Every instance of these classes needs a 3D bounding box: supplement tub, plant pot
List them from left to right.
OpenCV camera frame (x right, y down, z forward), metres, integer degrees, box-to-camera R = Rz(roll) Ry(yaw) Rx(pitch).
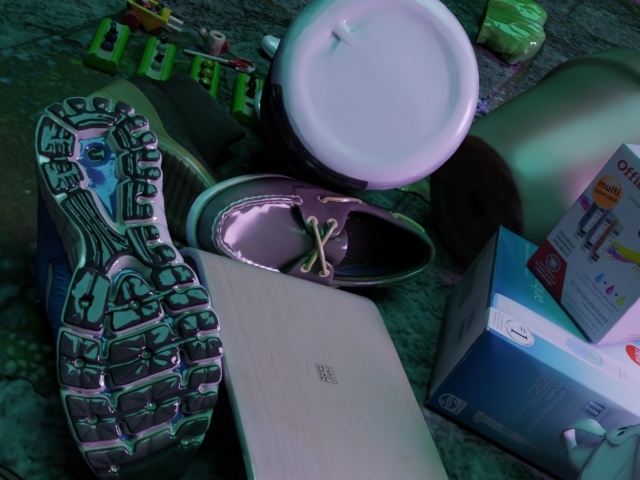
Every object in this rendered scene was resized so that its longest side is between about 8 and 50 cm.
[{"bbox_3d":[0.037,-0.158,0.939,0.207,0.207,0.338,25,0,-8],"label":"supplement tub"},{"bbox_3d":[0.312,-0.079,1.099,0.280,0.323,0.323,-14,52,-26],"label":"plant pot"}]

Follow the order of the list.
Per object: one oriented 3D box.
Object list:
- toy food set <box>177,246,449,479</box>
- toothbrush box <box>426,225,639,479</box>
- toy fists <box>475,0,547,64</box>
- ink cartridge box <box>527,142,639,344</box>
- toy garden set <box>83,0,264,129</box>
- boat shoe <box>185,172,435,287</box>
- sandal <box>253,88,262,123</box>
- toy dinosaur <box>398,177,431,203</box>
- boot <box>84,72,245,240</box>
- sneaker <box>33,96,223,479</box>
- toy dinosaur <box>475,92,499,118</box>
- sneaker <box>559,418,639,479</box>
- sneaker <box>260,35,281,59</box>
[{"bbox_3d":[-0.020,0.147,0.738,0.220,0.092,0.306,19,36,-37],"label":"toy food set"},{"bbox_3d":[0.287,0.147,0.915,0.295,0.126,0.216,31,33,-2],"label":"toothbrush box"},{"bbox_3d":[0.433,-0.482,1.850,0.142,0.096,0.279,21,36,3],"label":"toy fists"},{"bbox_3d":[0.341,0.004,0.868,0.127,0.176,0.128,2,42,-38],"label":"ink cartridge box"},{"bbox_3d":[-0.188,-0.269,1.155,0.244,0.049,0.204,19,36,-16],"label":"toy garden set"},{"bbox_3d":[0.001,-0.005,0.874,0.305,0.109,0.091,6,11,-44],"label":"boat shoe"},{"bbox_3d":[0.009,-0.213,1.180,0.265,0.076,0.102,-40,108,-50],"label":"sandal"},{"bbox_3d":[0.137,-0.098,1.195,0.183,0.053,0.092,46,53,1],"label":"toy dinosaur"},{"bbox_3d":[-0.139,-0.107,0.952,0.248,0.090,0.207,43,32,10],"label":"boot"},{"bbox_3d":[-0.171,0.049,0.695,0.130,0.147,0.330,-5,67,-22],"label":"sneaker"},{"bbox_3d":[0.295,-0.258,1.511,0.082,0.047,0.090,40,20,-20],"label":"toy dinosaur"},{"bbox_3d":[0.342,0.321,0.736,0.137,0.210,0.366,-11,86,-44],"label":"sneaker"},{"bbox_3d":[-0.020,-0.298,1.308,0.152,0.061,0.053,23,37,-9],"label":"sneaker"}]
